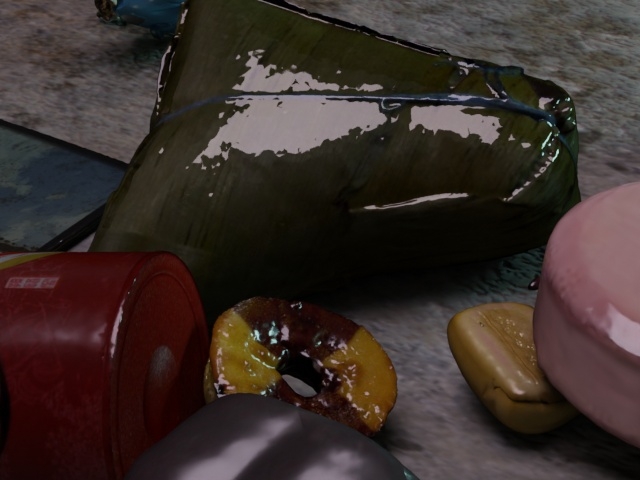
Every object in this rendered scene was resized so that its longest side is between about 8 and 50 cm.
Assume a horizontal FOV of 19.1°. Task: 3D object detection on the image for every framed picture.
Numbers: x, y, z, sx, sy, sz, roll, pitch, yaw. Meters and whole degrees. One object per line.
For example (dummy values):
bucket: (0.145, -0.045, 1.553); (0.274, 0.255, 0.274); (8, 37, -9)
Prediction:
framed picture: (-0.349, -0.003, 1.672); (0.265, 0.016, 0.347); (20, 44, 38)

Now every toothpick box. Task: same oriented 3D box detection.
toothpick box: (-0.263, 0.107, 1.317); (0.333, 0.204, 0.204); (1, 35, 16)

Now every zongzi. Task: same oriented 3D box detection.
zongzi: (0.000, 0.000, 1.468); (0.356, 0.174, 0.393); (15, 59, 17)

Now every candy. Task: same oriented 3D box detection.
candy: (0.262, 0.050, 1.306); (0.255, 0.094, 0.255); (4, 36, -3)

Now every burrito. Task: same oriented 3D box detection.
burrito: (-0.195, -0.292, 2.030); (0.041, 0.045, 0.185); (9, 42, 15)

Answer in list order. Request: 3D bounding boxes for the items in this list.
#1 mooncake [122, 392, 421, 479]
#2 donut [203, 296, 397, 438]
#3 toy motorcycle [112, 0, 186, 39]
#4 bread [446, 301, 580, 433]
mooncake: (-0.011, 0.204, 1.081); (0.133, 0.245, 0.245); (-37, 41, -27)
donut: (-0.019, 0.104, 1.337); (0.140, 0.059, 0.140); (12, 49, -14)
toy motorcycle: (-0.131, -0.307, 1.904); (0.272, 0.182, 0.123); (-42, 14, -27)
bread: (0.139, 0.094, 1.352); (0.082, 0.056, 0.115); (-12, 40, -29)
